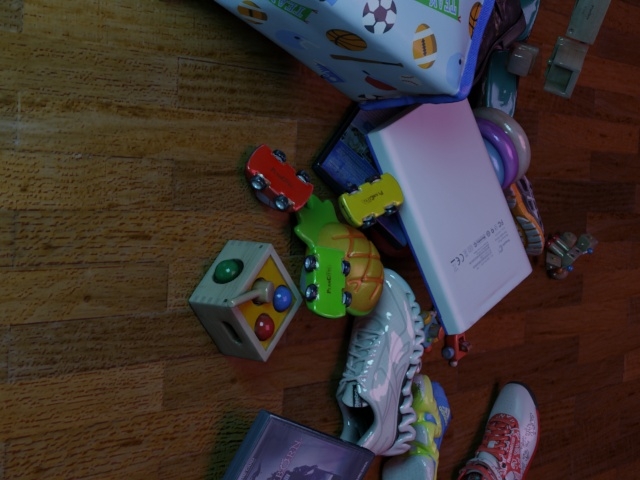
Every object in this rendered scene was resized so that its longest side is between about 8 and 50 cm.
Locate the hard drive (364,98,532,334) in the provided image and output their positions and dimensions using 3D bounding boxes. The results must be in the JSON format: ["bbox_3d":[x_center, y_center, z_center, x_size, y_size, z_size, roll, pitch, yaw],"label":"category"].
[{"bbox_3d":[0.194,-0.051,1.887,0.210,0.040,0.319,-35,108,-42],"label":"hard drive"}]

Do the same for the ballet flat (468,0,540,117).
[{"bbox_3d":[0.292,-0.326,2.134,0.095,0.096,0.280,12,93,-22],"label":"ballet flat"}]

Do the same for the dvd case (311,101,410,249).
[{"bbox_3d":[0.109,-0.133,1.891,0.180,0.022,0.253,43,55,-14],"label":"dvd case"}]

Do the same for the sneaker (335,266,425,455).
[{"bbox_3d":[0.081,0.186,1.899,0.118,0.110,0.292,-7,100,-45],"label":"sneaker"}]

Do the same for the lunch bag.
[{"bbox_3d":[0.061,-0.403,1.591,0.328,0.239,0.385,30,72,-39],"label":"lunch bag"}]

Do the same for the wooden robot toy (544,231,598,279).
[{"bbox_3d":[0.462,0.037,2.464,0.173,0.076,0.079,-31,154,-49],"label":"wooden robot toy"}]

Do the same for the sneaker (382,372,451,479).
[{"bbox_3d":[0.167,0.331,2.043,0.126,0.091,0.240,7,88,-55],"label":"sneaker"}]

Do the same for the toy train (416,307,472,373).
[{"bbox_3d":[0.206,0.163,2.113,0.166,0.046,0.125,-16,107,-53],"label":"toy train"}]

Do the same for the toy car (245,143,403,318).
[{"bbox_3d":[0.000,0.000,1.708,0.239,0.053,0.225,10,68,-26],"label":"toy car"}]

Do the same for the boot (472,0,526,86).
[{"bbox_3d":[0.203,-0.356,1.850,0.263,0.091,0.229,-45,139,-28],"label":"boot"}]

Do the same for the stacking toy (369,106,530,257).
[{"bbox_3d":[0.189,-0.082,2.004,0.330,0.141,0.141,-37,124,-38],"label":"stacking toy"}]

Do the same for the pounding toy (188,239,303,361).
[{"bbox_3d":[-0.093,0.075,1.632,0.130,0.100,0.141,-58,137,-33],"label":"pounding toy"}]

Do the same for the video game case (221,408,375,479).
[{"bbox_3d":[-0.045,0.348,1.754,0.274,0.026,0.196,31,87,-53],"label":"video game case"}]

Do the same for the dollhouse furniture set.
[{"bbox_3d":[0.283,-0.434,2.021,0.174,0.355,0.303,-64,171,-47],"label":"dollhouse furniture set"}]

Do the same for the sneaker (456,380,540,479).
[{"bbox_3d":[0.309,0.378,2.249,0.145,0.090,0.270,17,83,-57],"label":"sneaker"}]

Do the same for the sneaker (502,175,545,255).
[{"bbox_3d":[0.350,-0.060,2.260,0.083,0.084,0.215,-60,137,-38],"label":"sneaker"}]

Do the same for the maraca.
[{"bbox_3d":[0.024,0.022,1.800,0.186,0.099,0.127,58,32,-8],"label":"maraca"}]
